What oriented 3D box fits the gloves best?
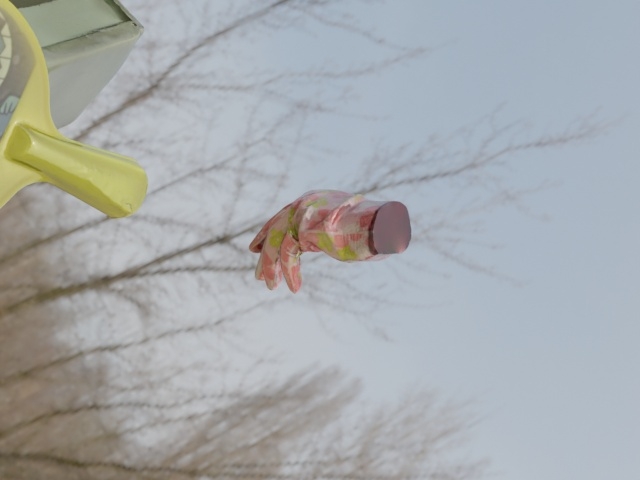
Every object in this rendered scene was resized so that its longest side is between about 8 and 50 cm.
[{"bbox_3d":[-0.004,-0.010,1.558,0.241,0.145,0.126,3,-57,36],"label":"gloves"}]

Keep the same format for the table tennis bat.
[{"bbox_3d":[-0.284,-0.093,1.051,0.054,0.224,0.369,17,-7,38],"label":"table tennis bat"}]

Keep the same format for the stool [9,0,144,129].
[{"bbox_3d":[-0.393,-0.258,1.402,0.269,0.243,0.170,47,-60,4],"label":"stool"}]
